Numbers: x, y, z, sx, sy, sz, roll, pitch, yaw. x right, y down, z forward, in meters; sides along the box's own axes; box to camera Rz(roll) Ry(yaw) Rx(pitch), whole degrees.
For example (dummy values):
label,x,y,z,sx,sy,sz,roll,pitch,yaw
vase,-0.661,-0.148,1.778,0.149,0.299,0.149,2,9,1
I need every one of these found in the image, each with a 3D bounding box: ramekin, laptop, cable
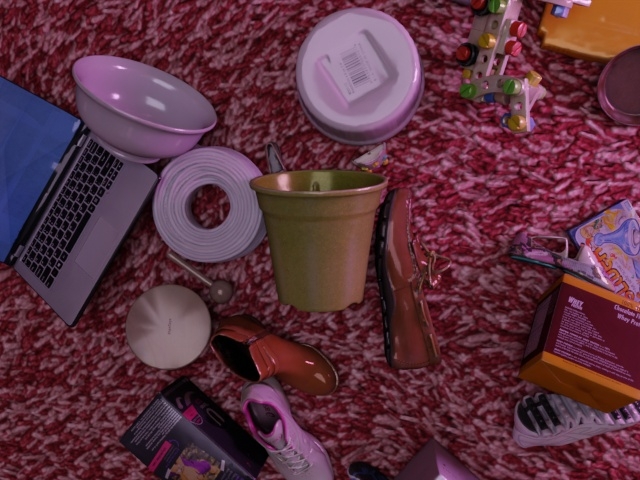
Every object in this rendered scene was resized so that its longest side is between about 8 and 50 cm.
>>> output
label,x,y,z,sx,sy,sz,roll,pitch,yaw
ramekin,0.079,-0.341,1.372,0.277,0.135,0.277,0,92,6
laptop,-0.623,-0.092,1.402,0.408,0.236,0.381,35,97,30
cable,-0.235,-0.077,1.441,0.257,0.089,0.256,12,93,6

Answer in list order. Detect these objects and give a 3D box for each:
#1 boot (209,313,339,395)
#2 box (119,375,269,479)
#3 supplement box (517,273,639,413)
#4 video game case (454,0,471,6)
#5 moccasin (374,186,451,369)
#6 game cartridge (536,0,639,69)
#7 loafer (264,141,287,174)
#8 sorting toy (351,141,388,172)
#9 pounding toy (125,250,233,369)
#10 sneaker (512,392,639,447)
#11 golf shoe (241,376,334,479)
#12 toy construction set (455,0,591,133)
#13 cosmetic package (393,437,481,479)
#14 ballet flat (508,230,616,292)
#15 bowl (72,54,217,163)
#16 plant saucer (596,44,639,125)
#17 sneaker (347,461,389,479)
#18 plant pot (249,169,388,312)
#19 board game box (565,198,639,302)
label,x,y,z,sx,sy,sz,roll,pitch,yaw
boot,-0.093,0.250,1.372,0.283,0.220,0.109,39,96,4
box,-0.264,0.444,1.427,0.270,0.165,0.143,41,95,3
supplement box,0.523,0.203,1.307,0.191,0.129,0.194,22,65,5
video game case,0.239,-0.695,1.390,0.300,0.036,0.328,21,94,6
moccasin,0.192,0.079,1.376,0.147,0.139,0.379,-6,89,0
game cartridge,0.632,-0.496,1.349,0.324,0.053,0.285,17,94,8
loafer,-0.096,-0.155,1.447,0.045,0.039,0.125,-18,90,6
sorting toy,0.109,-0.172,1.405,0.083,0.075,0.044,-30,88,7
pounding toy,-0.311,0.167,1.461,0.183,0.110,0.236,29,82,2
sneaker,0.531,0.364,1.373,0.292,0.110,0.118,-6,136,-7
golf shoe,-0.079,0.437,1.420,0.115,0.140,0.306,-36,89,5
toy construction set,0.387,-0.384,1.305,0.215,0.151,0.327,33,103,43
cosmetic package,0.274,0.551,1.340,0.224,0.225,0.138,41,94,3
ballet flat,0.499,0.036,1.355,0.222,0.077,0.079,23,91,23
bowl,-0.377,-0.254,1.378,0.298,0.298,0.134,31,118,4
plant saucer,0.644,-0.314,1.331,0.169,0.029,0.168,7,123,11
sneaker,0.131,0.570,1.429,0.211,0.080,0.081,44,114,11
plant pot,0.000,0.000,1.349,0.276,0.276,0.253,0,104,7
board game box,0.620,0.033,1.374,0.136,0.035,0.201,-31,89,7
